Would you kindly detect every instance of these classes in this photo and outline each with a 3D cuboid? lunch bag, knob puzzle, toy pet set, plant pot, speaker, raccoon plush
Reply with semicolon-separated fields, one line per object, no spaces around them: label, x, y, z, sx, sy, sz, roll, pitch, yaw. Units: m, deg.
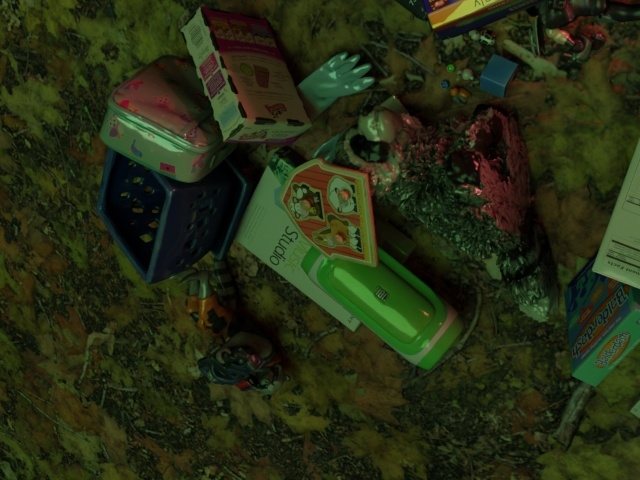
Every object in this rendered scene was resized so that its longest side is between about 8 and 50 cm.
lunch bag;-0.247;-0.227;1.522;0.224;0.279;0.108;26;126;5
knob puzzle;0.002;-0.047;1.387;0.213;0.030;0.213;24;132;29
toy pet set;0.249;-0.268;1.328;0.114;0.065;0.122;29;126;16
plant pot;-0.278;-0.088;1.625;0.236;0.212;0.236;49;132;32
speaker;0.111;0.097;1.494;0.296;0.131;0.131;39;128;8
raccoon plush;0.188;-0.031;1.395;0.299;0.216;0.447;-7;110;35

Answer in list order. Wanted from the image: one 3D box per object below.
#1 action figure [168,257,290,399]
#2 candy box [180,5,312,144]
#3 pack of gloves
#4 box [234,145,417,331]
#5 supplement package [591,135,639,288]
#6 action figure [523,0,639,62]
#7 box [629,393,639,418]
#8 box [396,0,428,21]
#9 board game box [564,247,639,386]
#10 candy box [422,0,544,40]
action figure;-0.173;0.191;1.762;0.330;0.178;0.341;55;153;-10
candy box;-0.129;-0.281;1.444;0.071;0.159;0.233;-38;67;39
pack of gloves;0.043;-0.228;1.502;0.232;0.046;0.195;-29;111;38
box;0.000;0.000;1.624;0.322;0.058;0.232;36;127;8
supplement package;0.534;-0.071;1.169;0.198;0.199;0.263;22;124;21
action figure;0.403;-0.342;1.182;0.285;0.099;0.185;9;125;32
box;0.640;0.289;1.394;0.186;0.038;0.145;34;127;11
box;0.135;-0.461;1.271;0.207;0.108;0.153;40;128;8
board game box;0.449;0.099;1.303;0.047;0.210;0.160;25;127;-7
candy box;0.227;-0.465;1.100;0.268;0.122;0.317;-19;91;19
